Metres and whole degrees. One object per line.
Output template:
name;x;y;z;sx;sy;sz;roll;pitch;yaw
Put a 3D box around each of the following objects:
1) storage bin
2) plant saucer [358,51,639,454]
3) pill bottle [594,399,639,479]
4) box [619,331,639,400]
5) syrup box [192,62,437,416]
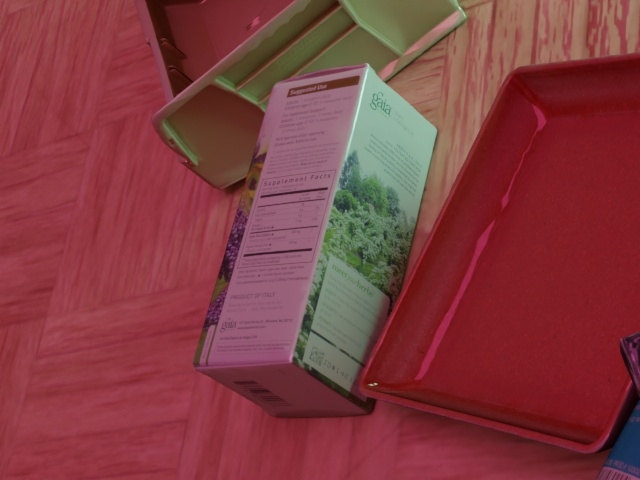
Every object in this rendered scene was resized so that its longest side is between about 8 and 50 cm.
storage bin;-0.046;-0.219;1.195;0.260;0.123;0.262;-36;45;17
plant saucer;0.155;0.005;0.883;0.259;0.047;0.258;5;65;61
pill bottle;0.235;0.098;0.717;0.146;0.146;0.264;24;80;47
box;0.310;0.100;0.578;0.307;0.076;0.242;-21;74;9
syrup box;0.000;0.000;1.029;0.096;0.093;0.237;-7;59;39
